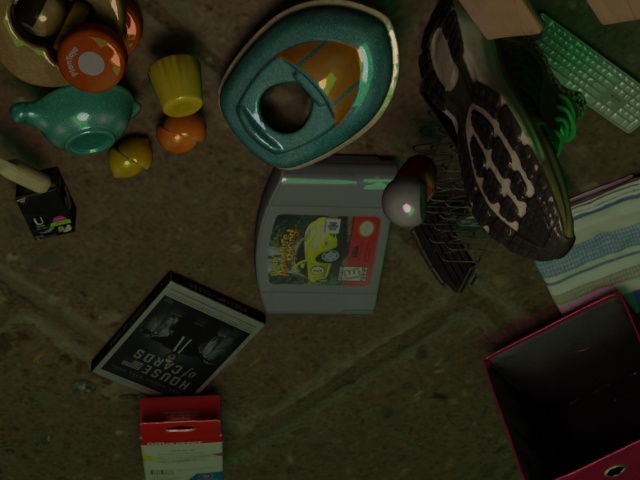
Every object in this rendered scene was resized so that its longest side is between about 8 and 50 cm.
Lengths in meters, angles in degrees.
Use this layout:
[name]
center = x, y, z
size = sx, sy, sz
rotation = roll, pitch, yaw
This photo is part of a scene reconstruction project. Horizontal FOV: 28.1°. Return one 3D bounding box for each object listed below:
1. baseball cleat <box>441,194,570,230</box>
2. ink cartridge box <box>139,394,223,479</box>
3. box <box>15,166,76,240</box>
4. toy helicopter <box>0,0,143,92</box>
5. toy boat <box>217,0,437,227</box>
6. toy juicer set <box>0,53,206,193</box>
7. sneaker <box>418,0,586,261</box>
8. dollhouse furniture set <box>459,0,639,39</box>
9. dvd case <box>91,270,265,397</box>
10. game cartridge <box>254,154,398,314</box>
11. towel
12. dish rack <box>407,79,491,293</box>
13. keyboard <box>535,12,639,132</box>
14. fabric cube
[baseball cleat]
center = 0.266, -0.030, 1.877
size = 0.206, 0.072, 0.109
rotation = -23, 110, 14
[ink cartridge box]
center = -0.228, 0.321, 2.106
size = 0.134, 0.078, 0.231
rotation = -2, 145, -6
[box]
center = -0.387, -0.051, 1.802
size = 0.062, 0.052, 0.083
rotation = -13, 131, 3
[toy helicopter]
center = -0.342, -0.350, 1.516
size = 0.235, 0.140, 0.355
rotation = 3, 121, 2
[toy boat]
center = 0.032, -0.155, 1.644
size = 0.318, 0.148, 0.267
rotation = 44, 118, -8
[toy juicer set]
center = -0.306, -0.150, 1.695
size = 0.329, 0.089, 0.209
rotation = -15, 159, -2
[sneaker]
center = 0.262, -0.153, 1.569
size = 0.182, 0.410, 0.158
rotation = -2, 142, -18
[dollhouse furniture set]
center = 0.168, -0.427, 1.335
size = 0.394, 0.362, 0.256
rotation = -3, 148, 38
[dvd case]
center = -0.227, 0.163, 2.030
size = 0.179, 0.029, 0.239
rotation = 27, 123, -27
[game cartridge]
center = 0.000, 0.000, 1.898
size = 0.196, 0.060, 0.294
rotation = 3, 131, -4
[towel]
center = 0.446, 0.029, 1.991
size = 0.209, 0.034, 0.285
rotation = -21, 131, 13
[dish rack]
center = 0.177, -0.068, 1.764
size = 0.074, 0.208, 0.271
rotation = -3, 135, -25
[keyboard]
center = 0.368, -0.228, 1.764
size = 0.256, 0.014, 0.072
rotation = 29, 123, -28
[fabric cube]
center = 0.454, 0.287, 2.050
size = 0.254, 0.259, 0.258
rotation = -29, 138, 17
